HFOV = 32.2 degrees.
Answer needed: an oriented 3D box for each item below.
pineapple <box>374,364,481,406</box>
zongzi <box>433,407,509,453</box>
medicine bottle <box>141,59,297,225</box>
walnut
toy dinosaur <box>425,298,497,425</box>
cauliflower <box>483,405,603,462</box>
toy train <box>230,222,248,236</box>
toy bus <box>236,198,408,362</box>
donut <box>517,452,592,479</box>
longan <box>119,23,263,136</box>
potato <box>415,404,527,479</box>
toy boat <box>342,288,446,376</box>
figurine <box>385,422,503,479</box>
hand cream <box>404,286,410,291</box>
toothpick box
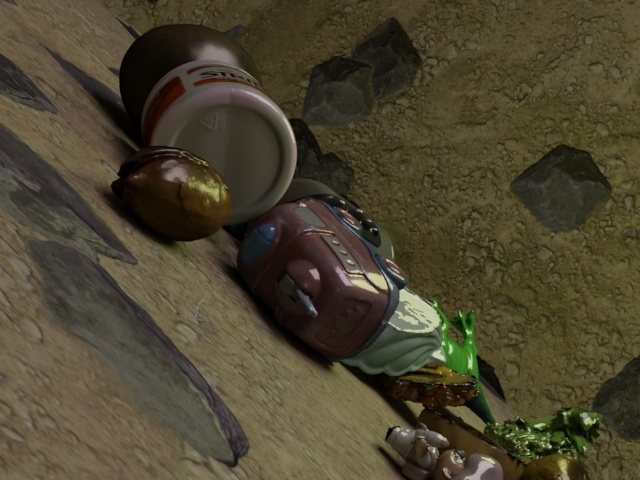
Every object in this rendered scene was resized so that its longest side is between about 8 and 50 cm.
[{"bbox_3d":[0.193,0.267,2.085,0.221,0.047,0.221,7,6,-1],"label":"pineapple"},{"bbox_3d":[0.298,0.396,2.047,0.184,0.084,0.187,30,8,-46],"label":"zongzi"},{"bbox_3d":[-0.185,-0.176,1.966,0.252,0.252,0.241,42,5,-24],"label":"medicine bottle"},{"bbox_3d":[-0.212,-0.068,1.636,0.137,0.137,0.245,47,7,25],"label":"walnut"},{"bbox_3d":[0.309,0.342,2.385,0.500,0.144,0.374,61,20,-8],"label":"toy dinosaur"},{"bbox_3d":[0.470,0.428,2.263,0.272,0.250,0.275,42,1,-40],"label":"cauliflower"},{"bbox_3d":[-0.128,-0.065,2.192,0.089,0.127,0.219,49,8,35],"label":"toy train"},{"bbox_3d":[-0.019,0.057,1.851,0.232,0.197,0.294,18,26,-53],"label":"toy bus"},{"bbox_3d":[0.424,0.490,1.888,0.261,0.128,0.208,49,24,-22],"label":"donut"},{"bbox_3d":[-0.249,-0.282,2.220,0.288,0.288,0.350,49,2,38],"label":"longan"},{"bbox_3d":[0.254,0.366,1.789,0.243,0.098,0.138,32,-8,-31],"label":"potato"},{"bbox_3d":[0.121,0.152,2.042,0.290,0.100,0.199,16,43,-33],"label":"toy boat"},{"bbox_3d":[0.195,0.349,1.643,0.229,0.112,0.137,32,-5,14],"label":"figurine"},{"bbox_3d":[0.124,0.161,2.175,0.062,0.163,0.039,45,1,13],"label":"hand cream"},{"bbox_3d":[0.000,0.000,2.132,0.229,0.229,0.316,48,7,34],"label":"toothpick box"}]
